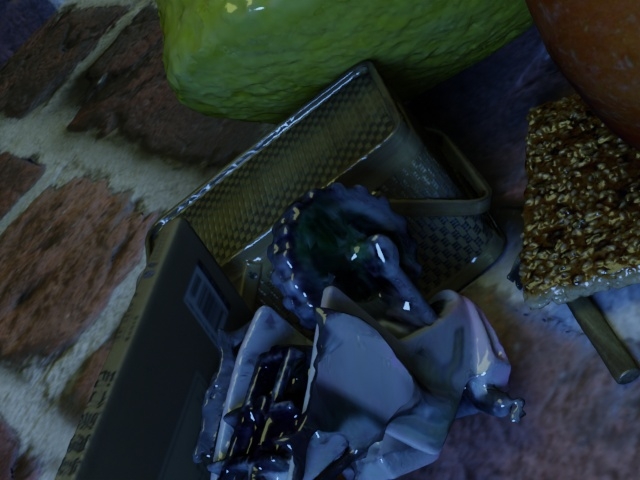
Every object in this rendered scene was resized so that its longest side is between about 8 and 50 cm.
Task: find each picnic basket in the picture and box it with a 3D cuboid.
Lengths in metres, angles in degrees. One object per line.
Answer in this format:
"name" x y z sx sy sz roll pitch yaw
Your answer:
"picnic basket" 0.000 0.000 1.049 0.267 0.139 0.165 -37 26 10

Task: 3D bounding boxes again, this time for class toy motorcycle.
"toy motorcycle" 0.022 0.131 0.815 0.143 0.188 0.327 -22 46 53

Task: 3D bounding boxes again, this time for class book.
"book" -0.078 0.162 0.824 0.021 0.217 0.310 -15 35 26

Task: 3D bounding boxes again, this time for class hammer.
"hammer" 0.170 0.043 0.887 0.062 0.017 0.182 -38 27 11

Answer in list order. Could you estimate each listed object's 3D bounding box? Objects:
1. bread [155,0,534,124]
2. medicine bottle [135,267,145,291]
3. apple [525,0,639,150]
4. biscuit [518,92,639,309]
"bread" 0.015 -0.278 1.162 0.348 0.348 0.307 -20 78 39
"medicine bottle" -0.149 0.062 1.261 0.052 0.052 0.089 -37 27 12
"apple" 0.241 -0.169 0.841 0.253 0.253 0.253 -33 28 20
"biscuit" 0.203 -0.046 0.939 0.131 0.025 0.231 -16 35 21
